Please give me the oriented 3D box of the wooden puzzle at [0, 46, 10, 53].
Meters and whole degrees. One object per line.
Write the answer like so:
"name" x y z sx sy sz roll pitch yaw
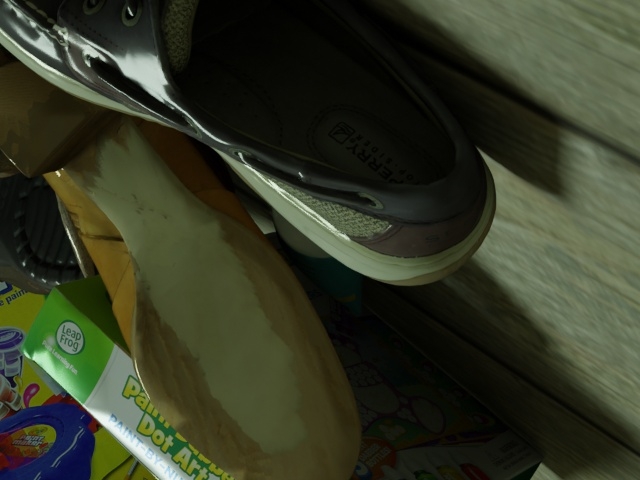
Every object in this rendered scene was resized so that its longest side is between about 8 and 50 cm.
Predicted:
"wooden puzzle" -0.354 -0.192 1.440 0.348 0.080 0.322 19 154 53

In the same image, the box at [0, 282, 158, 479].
"box" -0.268 0.119 1.510 0.279 0.290 0.177 64 167 -10

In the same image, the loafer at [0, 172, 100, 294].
"loafer" -0.166 -0.017 1.269 0.130 0.134 0.366 22 171 -35

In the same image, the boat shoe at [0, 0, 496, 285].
"boat shoe" -0.047 -0.090 0.708 0.285 0.103 0.092 37 162 12

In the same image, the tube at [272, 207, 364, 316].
"tube" 0.000 0.000 0.994 0.080 0.052 0.207 54 174 8

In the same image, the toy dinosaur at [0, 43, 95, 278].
"toy dinosaur" -0.234 -0.102 1.153 0.296 0.127 0.200 36 -167 2

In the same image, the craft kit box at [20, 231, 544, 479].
"craft kit box" -0.015 0.101 1.040 0.247 0.061 0.250 37 -156 19

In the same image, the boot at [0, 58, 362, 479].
"boot" -0.066 0.001 0.971 0.295 0.104 0.211 52 -169 -1
